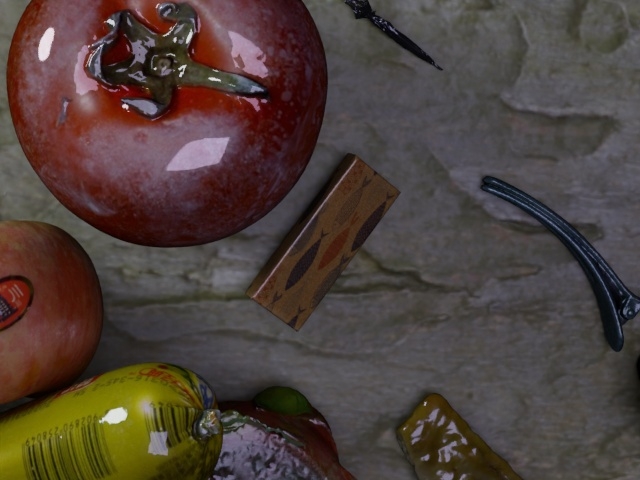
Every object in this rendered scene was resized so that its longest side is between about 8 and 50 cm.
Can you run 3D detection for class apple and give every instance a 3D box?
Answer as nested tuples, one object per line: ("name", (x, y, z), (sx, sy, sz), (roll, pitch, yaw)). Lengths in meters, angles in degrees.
("apple", (-0.288, 0.066, 1.084), (0.210, 0.209, 0.164), (-6, 90, -12))

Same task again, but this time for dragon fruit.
("dragon fruit", (-0.082, 0.270, 1.193), (0.295, 0.130, 0.268), (44, 86, -14))

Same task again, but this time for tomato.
("tomato", (-0.126, -0.123, 1.089), (0.270, 0.227, 0.270), (0, 81, -1))

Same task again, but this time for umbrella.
("umbrella", (0.060, -0.207, 1.228), (0.149, 0.022, 0.022), (38, 51, -22))

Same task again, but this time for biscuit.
("biscuit", (0.114, 0.273, 1.284), (0.174, 0.039, 0.183), (43, 86, -15))

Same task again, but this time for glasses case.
("glasses case", (0.000, 0.000, 1.227), (0.065, 0.041, 0.170), (37, 87, -25))

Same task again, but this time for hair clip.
("hair clip", (0.251, 0.009, 1.289), (0.070, 0.039, 0.229), (-45, 99, -5))

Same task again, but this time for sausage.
("sausage", (-0.221, 0.191, 1.060), (0.347, 0.123, 0.123), (-22, 103, 24))

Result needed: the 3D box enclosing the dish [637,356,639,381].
("dish", (0.366, 0.139, 1.313), (0.141, 0.078, 0.141), (-26, 131, -35))
